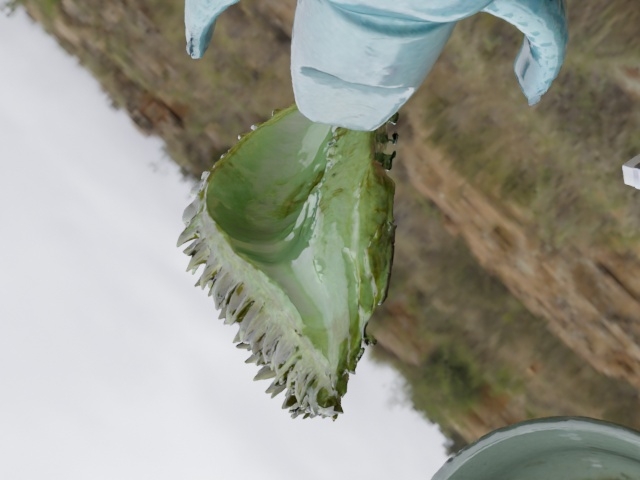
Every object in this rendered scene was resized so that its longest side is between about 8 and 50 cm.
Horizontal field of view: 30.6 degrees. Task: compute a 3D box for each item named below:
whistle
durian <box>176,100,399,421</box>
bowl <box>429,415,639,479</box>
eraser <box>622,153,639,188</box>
[{"bbox_3d":[0.035,-0.134,0.532,0.274,0.186,0.093,111,163,-60],"label":"whistle"},{"bbox_3d":[0.006,0.008,0.907,0.163,0.198,0.394,50,-162,-24],"label":"durian"},{"bbox_3d":[0.215,0.281,0.920,0.289,0.289,0.146,49,-164,25],"label":"bowl"},{"bbox_3d":[0.374,-0.065,1.206,0.122,0.052,0.029,27,139,52],"label":"eraser"}]
